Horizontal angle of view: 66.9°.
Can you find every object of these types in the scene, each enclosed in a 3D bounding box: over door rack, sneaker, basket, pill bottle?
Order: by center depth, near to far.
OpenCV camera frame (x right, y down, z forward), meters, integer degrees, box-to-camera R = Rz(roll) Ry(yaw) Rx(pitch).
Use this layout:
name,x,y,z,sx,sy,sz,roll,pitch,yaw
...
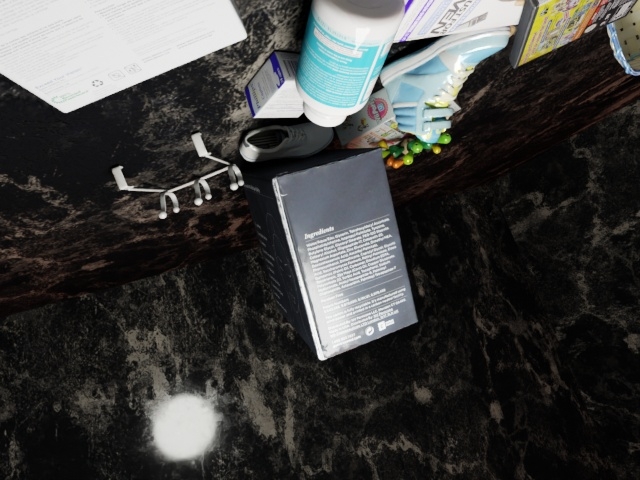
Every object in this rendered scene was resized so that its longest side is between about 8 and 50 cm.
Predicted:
name,x,y,z,sx,sy,sz,roll,pitch,yaw
pill bottle,0.037,-0.322,0.850,0.146,0.146,0.264,-16,157,-22
sneaker,0.290,-0.339,1.089,0.127,0.208,0.319,-17,-175,-40
basket,0.765,-0.508,1.090,0.201,0.254,0.289,-20,-159,23
sneaker,-0.083,-0.263,1.276,0.258,0.094,0.091,-17,175,-13
over door rack,-0.359,-0.153,1.299,0.240,0.108,0.324,-22,171,5

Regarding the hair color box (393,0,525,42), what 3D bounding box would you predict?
name,x,y,z,sx,sy,sz,roll,pitch,yaw
hair color box,0.275,-0.459,0.836,0.339,0.110,0.185,-19,171,-21

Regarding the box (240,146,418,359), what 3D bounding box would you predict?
name,x,y,z,sx,sy,sz,roll,pitch,yaw
box,0.000,0.000,1.382,0.298,0.471,0.480,-19,-165,-15

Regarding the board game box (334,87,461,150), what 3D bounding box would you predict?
name,x,y,z,sx,sy,sz,roll,pitch,yaw
board game box,0.217,-0.357,1.367,0.304,0.097,0.224,-26,169,25

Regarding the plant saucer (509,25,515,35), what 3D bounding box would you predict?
name,x,y,z,sx,sy,sz,roll,pitch,yaw
plant saucer,0.436,-0.506,1.193,0.084,0.015,0.083,-20,171,-3

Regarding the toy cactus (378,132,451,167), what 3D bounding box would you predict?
name,x,y,z,sx,sy,sz,roll,pitch,yaw
toy cactus,0.254,-0.277,1.392,0.219,0.112,0.180,-24,-171,6

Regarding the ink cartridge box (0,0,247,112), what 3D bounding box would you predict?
name,x,y,z,sx,sy,sz,roll,pitch,yaw
ink cartridge box,-0.293,-0.310,0.613,0.324,0.071,0.330,-20,168,4

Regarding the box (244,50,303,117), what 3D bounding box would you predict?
name,x,y,z,sx,sy,sz,roll,pitch,yaw
box,-0.070,-0.322,1.014,0.126,0.072,0.137,-13,168,-40

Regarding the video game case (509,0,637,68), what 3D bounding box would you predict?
name,x,y,z,sx,sy,sz,roll,pitch,yaw
video game case,0.507,-0.454,0.937,0.249,0.035,0.275,-23,172,12

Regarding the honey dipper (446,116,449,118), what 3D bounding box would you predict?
name,x,y,z,sx,sy,sz,roll,pitch,yaw
honey dipper,0.340,-0.337,1.379,0.031,0.030,0.160,-20,174,0
